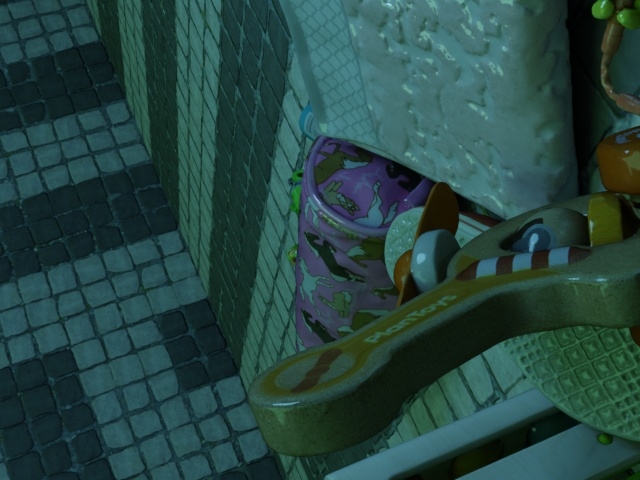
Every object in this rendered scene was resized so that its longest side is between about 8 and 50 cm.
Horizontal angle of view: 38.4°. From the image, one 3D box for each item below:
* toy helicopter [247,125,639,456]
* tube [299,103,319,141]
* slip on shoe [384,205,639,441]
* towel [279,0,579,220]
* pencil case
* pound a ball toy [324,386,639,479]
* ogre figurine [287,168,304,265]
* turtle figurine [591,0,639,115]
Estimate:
[{"bbox_3d":[0.096,0.033,0.589,0.235,0.355,0.140,5,114,53],"label":"toy helicopter"},{"bbox_3d":[0.044,-0.112,1.144,0.207,0.052,0.080,45,158,46],"label":"tube"},{"bbox_3d":[0.194,0.054,0.771,0.331,0.101,0.123,32,118,46],"label":"slip on shoe"},{"bbox_3d":[0.071,-0.184,0.766,0.317,0.053,0.331,28,146,42],"label":"towel"},{"bbox_3d":[0.052,0.040,1.088,0.386,0.167,0.160,91,-177,-50],"label":"pencil case"},{"bbox_3d":[0.127,0.243,0.780,0.136,0.319,0.208,-128,25,-49],"label":"pound a ball toy"},{"bbox_3d":[0.000,0.000,1.334,0.118,0.097,0.197,-102,12,-78],"label":"ogre figurine"},{"bbox_3d":[0.235,-0.167,0.404,0.269,0.087,0.217,-2,102,55],"label":"turtle figurine"}]
